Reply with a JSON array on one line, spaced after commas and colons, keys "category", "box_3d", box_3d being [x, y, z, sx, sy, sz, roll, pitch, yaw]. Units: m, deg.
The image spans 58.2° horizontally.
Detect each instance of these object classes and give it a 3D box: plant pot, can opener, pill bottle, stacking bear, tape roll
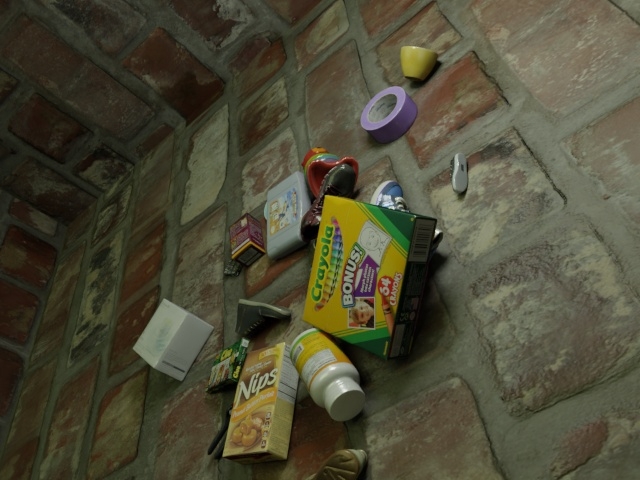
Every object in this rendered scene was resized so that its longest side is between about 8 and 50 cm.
[{"category": "plant pot", "box_3d": [0.338, -0.616, 2.024, 0.134, 0.134, 0.095, 23, 102, 53]}, {"category": "can opener", "box_3d": [-0.278, 0.572, 1.737, 0.059, 0.073, 0.186, 23, 78, 13]}, {"category": "pill bottle", "box_3d": [0.021, 0.353, 1.517, 0.136, 0.136, 0.246, -48, 36, 5]}, {"category": "stacking bear", "box_3d": [0.011, -0.245, 2.028, 0.175, 0.164, 0.289, -7, 24, -11]}, {"category": "tape roll", "box_3d": [0.238, -0.437, 2.005, 0.189, 0.080, 0.189, -29, 41, 29]}]

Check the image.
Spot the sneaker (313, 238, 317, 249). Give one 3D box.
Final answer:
[{"category": "sneaker", "box_3d": [0.000, 0.000, 1.930, 0.035, 0.031, 0.083, -20, 46, 35]}]

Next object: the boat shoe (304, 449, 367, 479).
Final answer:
[{"category": "boat shoe", "box_3d": [0.003, 0.608, 1.377, 0.285, 0.089, 0.104, -44, 62, 14]}]

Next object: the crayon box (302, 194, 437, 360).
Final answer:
[{"category": "crayon box", "box_3d": [0.118, 0.086, 1.515, 0.313, 0.106, 0.363, 17, 99, 43]}]

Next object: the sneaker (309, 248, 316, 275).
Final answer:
[{"category": "sneaker", "box_3d": [0.031, 0.013, 1.827, 0.125, 0.104, 0.262, -5, 55, 49]}]

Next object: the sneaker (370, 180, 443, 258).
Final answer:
[{"category": "sneaker", "box_3d": [0.252, -0.038, 1.622, 0.236, 0.130, 0.323, -4, 54, 38]}]

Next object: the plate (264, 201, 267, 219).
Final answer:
[{"category": "plate", "box_3d": [-0.143, -0.148, 2.220, 0.188, 0.024, 0.188, -28, 41, 28]}]

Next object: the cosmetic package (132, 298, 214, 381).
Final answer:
[{"category": "cosmetic package", "box_3d": [-0.546, 0.362, 2.129, 0.224, 0.138, 0.225, 15, 70, 52]}]

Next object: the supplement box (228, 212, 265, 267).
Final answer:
[{"category": "supplement box", "box_3d": [-0.282, -0.003, 2.198, 0.104, 0.081, 0.188, -38, 38, 19]}]

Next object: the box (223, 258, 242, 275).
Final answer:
[{"category": "box", "box_3d": [-0.333, 0.104, 2.216, 0.083, 0.018, 0.067, -4, 57, 46]}]

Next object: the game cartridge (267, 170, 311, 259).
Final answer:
[{"category": "game cartridge", "box_3d": [-0.115, -0.097, 2.068, 0.198, 0.062, 0.297, -34, 48, 41]}]

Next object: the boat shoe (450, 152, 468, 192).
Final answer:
[{"category": "boat shoe", "box_3d": [0.394, -0.189, 1.656, 0.040, 0.049, 0.142, -38, 32, 50]}]

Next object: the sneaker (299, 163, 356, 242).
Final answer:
[{"category": "sneaker", "box_3d": [0.023, -0.103, 1.829, 0.281, 0.106, 0.162, -59, 7, 21]}]

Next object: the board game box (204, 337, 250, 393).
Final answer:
[{"category": "board game box", "box_3d": [-0.301, 0.404, 1.840, 0.259, 0.030, 0.136, -39, 29, 54]}]

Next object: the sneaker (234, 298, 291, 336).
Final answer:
[{"category": "sneaker", "box_3d": [-0.188, 0.265, 1.889, 0.222, 0.083, 0.118, 4, 82, 41]}]

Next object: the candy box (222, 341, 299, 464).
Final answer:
[{"category": "candy box", "box_3d": [-0.163, 0.468, 1.659, 0.183, 0.087, 0.316, -22, 45, 36]}]
